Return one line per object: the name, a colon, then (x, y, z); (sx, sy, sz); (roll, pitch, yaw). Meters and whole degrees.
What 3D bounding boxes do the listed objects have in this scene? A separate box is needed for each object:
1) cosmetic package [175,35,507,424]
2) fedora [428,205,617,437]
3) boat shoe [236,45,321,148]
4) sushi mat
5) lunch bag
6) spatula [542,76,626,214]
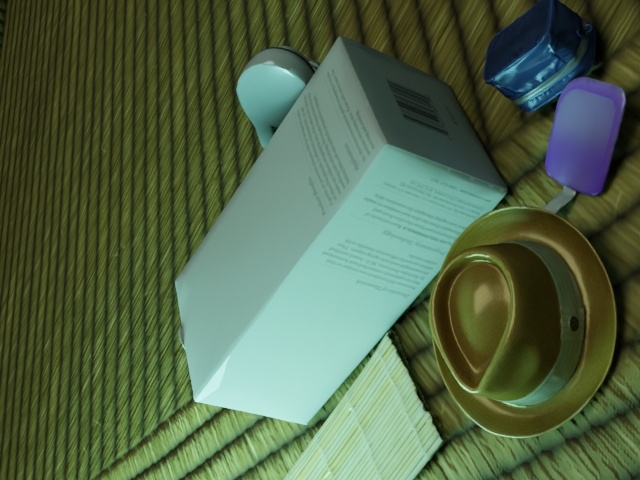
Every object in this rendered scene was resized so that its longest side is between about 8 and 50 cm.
cosmetic package: (0.000, 0.000, 1.020); (0.365, 0.155, 0.197); (-53, 35, 31)
fedora: (0.145, 0.065, 0.796); (0.194, 0.079, 0.194); (-6, 82, 45)
boat shoe: (-0.028, -0.168, 1.123); (0.267, 0.096, 0.088); (69, -140, -72)
sushi mat: (0.015, 0.255, 1.003); (0.316, 0.019, 0.151); (-57, 35, 24)
lunch bag: (0.202, -0.166, 0.871); (0.098, 0.065, 0.067); (-34, 33, 48)
spatula: (0.184, 0.002, 0.847); (0.084, 0.030, 0.296); (40, 110, 58)
